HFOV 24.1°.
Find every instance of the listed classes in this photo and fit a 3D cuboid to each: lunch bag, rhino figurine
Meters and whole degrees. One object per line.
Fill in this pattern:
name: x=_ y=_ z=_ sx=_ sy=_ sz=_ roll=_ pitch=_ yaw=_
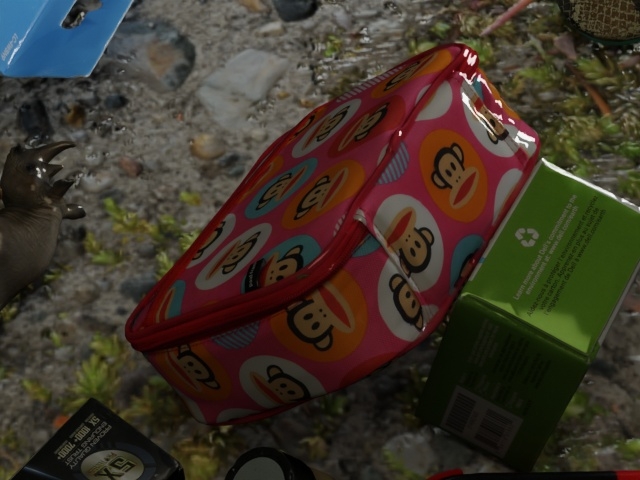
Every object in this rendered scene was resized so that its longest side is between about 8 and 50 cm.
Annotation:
lunch bag: x=0.000 y=0.000 z=1.075 sx=0.120 sy=0.258 sz=0.293 roll=51 pitch=48 yaw=-16
rhino figurine: x=-0.262 y=0.011 z=1.147 sx=0.106 sy=0.073 sz=0.243 roll=25 pitch=62 yaw=23

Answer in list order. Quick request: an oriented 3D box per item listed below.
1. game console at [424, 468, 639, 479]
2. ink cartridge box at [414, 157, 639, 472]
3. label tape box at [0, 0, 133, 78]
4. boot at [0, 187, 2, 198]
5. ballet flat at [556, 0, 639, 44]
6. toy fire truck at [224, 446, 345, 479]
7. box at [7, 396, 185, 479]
game console: x=0.213 y=0.325 z=0.957 sx=0.342 sy=0.060 sz=0.386 roll=1 pitch=56 yaw=-6
ink cartridge box: x=0.177 y=0.012 z=1.075 sx=0.097 sy=0.189 sz=0.255 roll=27 pitch=59 yaw=9
label tape box: x=-0.332 y=-0.261 z=1.275 sx=0.348 sy=0.115 sz=0.249 roll=8 pitch=40 yaw=8
boot: x=-0.272 y=0.114 z=1.017 sx=0.236 sy=0.089 sz=0.269 roll=-31 pitch=73 yaw=10
ballet flat: x=0.397 y=-0.361 z=1.337 sx=0.483 sy=0.182 sz=0.164 roll=-34 pitch=63 yaw=-21
toy fire truck: x=-0.043 y=0.276 z=0.913 sx=0.246 sy=0.158 sz=0.217 roll=-50 pitch=49 yaw=8
box: x=-0.156 y=0.209 z=0.950 sx=0.077 sy=0.180 sz=0.147 roll=34 pitch=62 yaw=21
